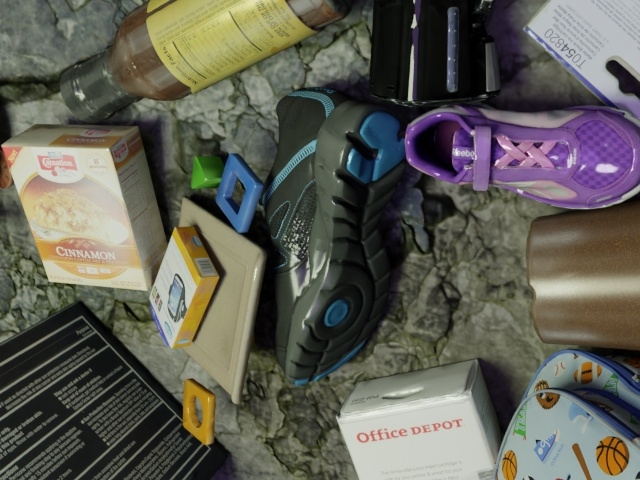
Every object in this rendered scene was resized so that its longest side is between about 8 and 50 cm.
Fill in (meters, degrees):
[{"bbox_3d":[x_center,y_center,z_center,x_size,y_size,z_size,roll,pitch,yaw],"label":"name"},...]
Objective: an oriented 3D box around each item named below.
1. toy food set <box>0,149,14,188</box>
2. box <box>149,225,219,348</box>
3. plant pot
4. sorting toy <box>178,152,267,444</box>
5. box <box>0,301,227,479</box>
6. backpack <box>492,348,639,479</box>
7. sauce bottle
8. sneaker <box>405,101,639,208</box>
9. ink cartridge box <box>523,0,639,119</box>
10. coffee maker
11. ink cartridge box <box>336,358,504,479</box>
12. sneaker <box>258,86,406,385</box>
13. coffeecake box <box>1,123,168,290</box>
[{"bbox_3d":[-0.444,-0.116,0.925,0.128,0.071,0.218,2,105,43],"label":"toy food set"},{"bbox_3d":[-0.161,0.060,0.833,0.081,0.028,0.136,58,137,33],"label":"box"},{"bbox_3d":[0.288,0.033,0.676,0.165,0.167,0.167,-5,104,28],"label":"plant pot"},{"bbox_3d":[-0.116,0.064,0.836,0.196,0.047,0.348,34,119,47],"label":"sorting toy"},{"bbox_3d":[-0.321,0.274,0.867,0.294,0.296,0.183,46,114,2],"label":"box"},{"bbox_3d":[0.280,0.231,0.663,0.213,0.263,0.277,15,105,-18],"label":"backpack"},{"bbox_3d":[-0.134,-0.216,0.761,0.344,0.111,0.111,-16,100,29],"label":"sauce bottle"},{"bbox_3d":[0.173,-0.080,0.660,0.236,0.104,0.095,14,105,40],"label":"sneaker"},{"bbox_3d":[0.339,-0.204,0.644,0.223,0.045,0.224,44,115,3],"label":"ink cartridge box"},{"bbox_3d":[0.087,-0.219,0.675,0.171,0.120,0.178,1,107,5],"label":"coffee maker"},{"bbox_3d":[0.132,0.260,0.821,0.158,0.092,0.218,-16,102,22],"label":"ink cartridge box"},{"bbox_3d":[0.000,0.000,0.796,0.139,0.125,0.341,33,122,39],"label":"sneaker"},{"bbox_3d":[-0.271,-0.040,0.858,0.142,0.068,0.186,4,122,18],"label":"coffeecake box"}]
